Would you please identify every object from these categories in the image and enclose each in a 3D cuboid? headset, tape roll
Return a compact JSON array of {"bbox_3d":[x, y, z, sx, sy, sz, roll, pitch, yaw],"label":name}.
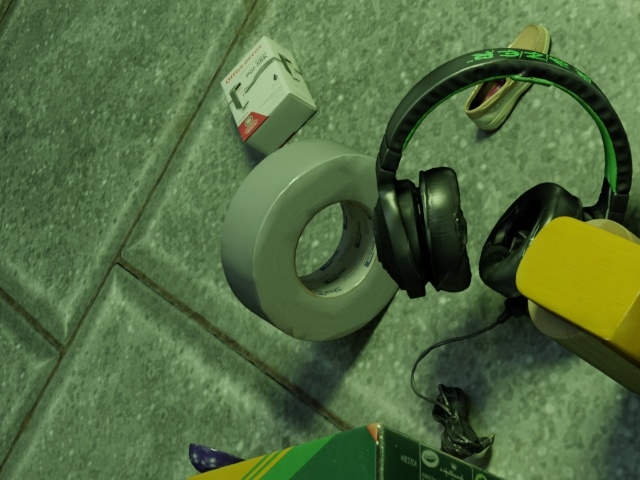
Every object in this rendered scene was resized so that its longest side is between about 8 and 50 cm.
[{"bbox_3d":[0.164,0.015,1.293,0.185,0.243,0.394,-89,9,-65],"label":"headset"},{"bbox_3d":[0.000,0.000,1.480,0.072,0.219,0.219,28,89,50],"label":"tape roll"}]

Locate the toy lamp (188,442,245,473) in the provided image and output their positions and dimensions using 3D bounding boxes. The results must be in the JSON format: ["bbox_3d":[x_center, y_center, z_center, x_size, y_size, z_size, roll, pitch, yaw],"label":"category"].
[{"bbox_3d":[-0.164,0.378,1.548,0.080,0.080,0.275,1,70,47],"label":"toy lamp"}]

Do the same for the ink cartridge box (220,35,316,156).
[{"bbox_3d":[-0.073,-0.197,1.802,0.099,0.056,0.135,-45,43,21],"label":"ink cartridge box"}]

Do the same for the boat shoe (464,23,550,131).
[{"bbox_3d":[0.211,-0.189,1.500,0.050,0.045,0.135,32,93,51],"label":"boat shoe"}]

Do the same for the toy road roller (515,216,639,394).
[{"bbox_3d":[0.348,0.030,1.077,0.241,0.202,0.329,-59,31,-3],"label":"toy road roller"}]

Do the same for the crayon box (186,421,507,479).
[{"bbox_3d":[0.004,0.279,1.327,0.318,0.202,0.081,-23,52,37],"label":"crayon box"}]
